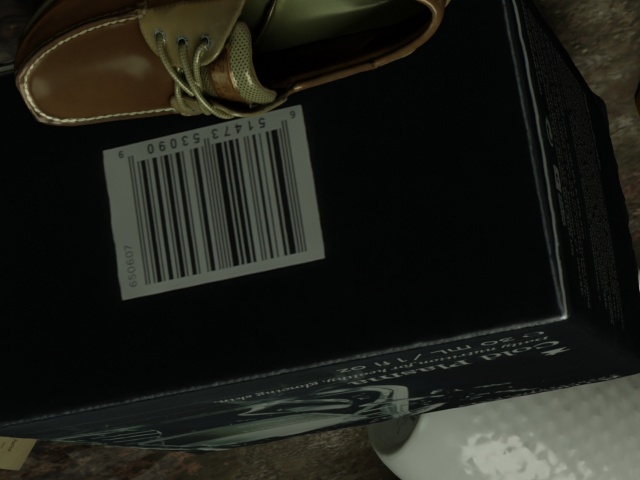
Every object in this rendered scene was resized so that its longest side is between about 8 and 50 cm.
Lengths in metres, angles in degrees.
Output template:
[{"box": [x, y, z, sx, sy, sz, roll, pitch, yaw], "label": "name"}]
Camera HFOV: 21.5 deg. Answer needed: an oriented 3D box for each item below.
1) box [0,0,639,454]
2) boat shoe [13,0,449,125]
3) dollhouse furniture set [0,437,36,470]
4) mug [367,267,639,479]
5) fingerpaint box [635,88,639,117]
[{"box": [0.000, 0.000, 1.452, 0.479, 0.297, 0.472, -12, 169, 16], "label": "box"}, {"box": [-0.062, -0.147, 1.158, 0.324, 0.120, 0.122, -18, 130, 15], "label": "boat shoe"}, {"box": [-0.418, 0.133, 1.756, 0.242, 0.161, 0.212, 11, 139, -24], "label": "dollhouse furniture set"}, {"box": [0.251, 0.161, 1.984, 0.328, 0.276, 0.374, 14, 106, -22], "label": "mug"}, {"box": [0.572, -0.196, 1.621, 0.444, 0.163, 0.371, -7, 151, -9], "label": "fingerpaint box"}]
